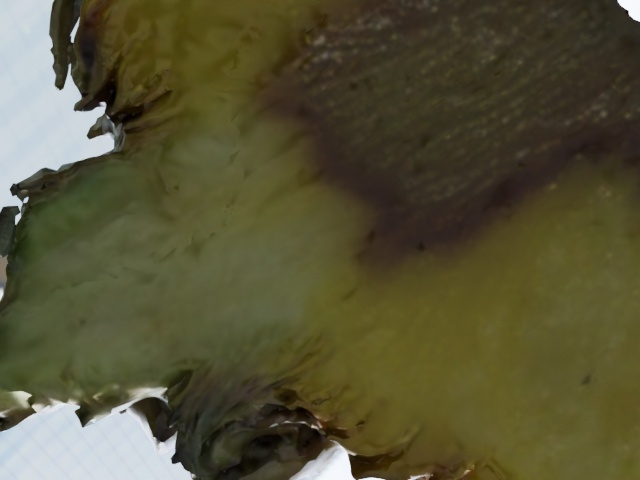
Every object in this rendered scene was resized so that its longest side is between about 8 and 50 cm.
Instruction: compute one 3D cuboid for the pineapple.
[{"bbox_3d":[0.004,0.004,0.363,0.164,0.140,0.250,-45,-92,1],"label":"pineapple"}]
